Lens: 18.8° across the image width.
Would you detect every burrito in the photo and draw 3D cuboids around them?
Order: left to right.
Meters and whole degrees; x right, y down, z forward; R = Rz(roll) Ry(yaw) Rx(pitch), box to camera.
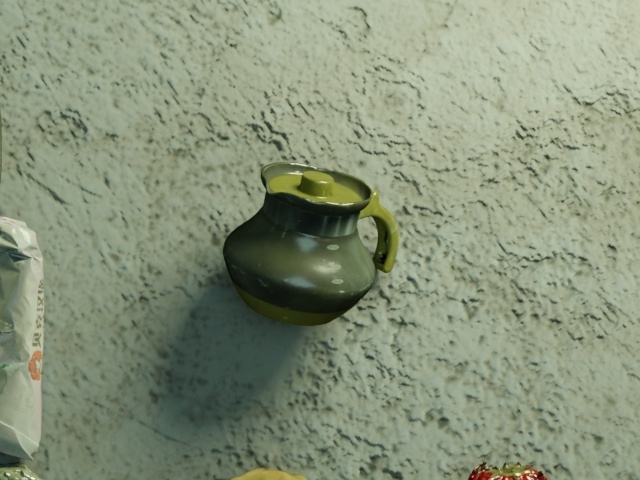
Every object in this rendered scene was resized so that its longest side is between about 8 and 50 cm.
[{"bbox_3d":[-0.260,0.081,1.604,0.064,0.064,0.203,1,85,-9],"label":"burrito"}]

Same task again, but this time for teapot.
[{"bbox_3d":[0.000,0.000,1.623,0.166,0.130,0.119,-5,117,-39],"label":"teapot"}]

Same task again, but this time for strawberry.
[{"bbox_3d":[0.161,0.230,1.652,0.073,0.073,0.083,-3,97,-10],"label":"strawberry"}]

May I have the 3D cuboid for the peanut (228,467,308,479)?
[{"bbox_3d":[-0.117,0.288,1.562,0.291,0.143,0.159,-36,82,-16],"label":"peanut"}]

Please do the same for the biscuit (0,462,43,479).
[{"bbox_3d":[-0.318,0.281,1.576,0.147,0.046,0.250,43,79,-2],"label":"biscuit"}]
